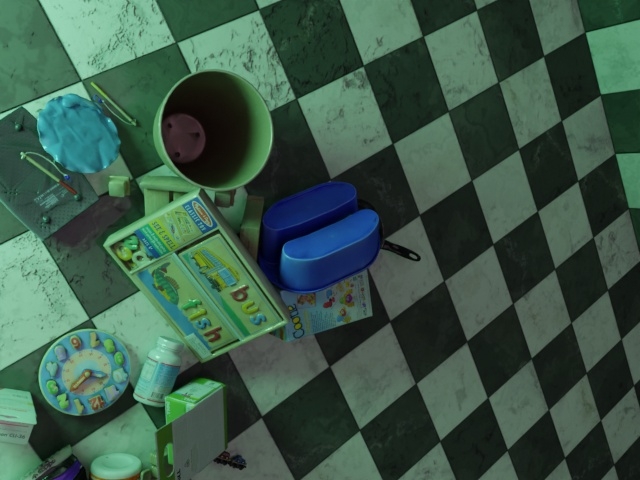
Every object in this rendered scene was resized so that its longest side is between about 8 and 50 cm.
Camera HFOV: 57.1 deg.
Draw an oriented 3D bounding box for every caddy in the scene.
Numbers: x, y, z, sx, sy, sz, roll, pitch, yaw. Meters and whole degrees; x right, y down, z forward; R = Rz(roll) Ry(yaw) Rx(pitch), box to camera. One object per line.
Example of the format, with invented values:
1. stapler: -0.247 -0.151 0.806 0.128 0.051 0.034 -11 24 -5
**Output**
1. caddy: 0.000 0.000 1.559 0.341 0.241 0.179 -23 146 -19

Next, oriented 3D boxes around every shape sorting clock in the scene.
1. shape sorting clock: -0.555 0.313 1.395 0.206 0.040 0.206 -4 97 -30

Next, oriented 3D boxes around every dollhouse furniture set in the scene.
1. dollhouse furniture set: -0.330 -0.030 1.486 0.356 0.173 0.303 6 118 -4

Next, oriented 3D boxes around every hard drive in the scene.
1. hard drive: -0.635 -0.145 1.293 0.172 0.054 0.254 -43 114 -20

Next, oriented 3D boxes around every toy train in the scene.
1. toy train: -0.266 0.591 1.602 0.158 0.027 0.036 30 70 -30

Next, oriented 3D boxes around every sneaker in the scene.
1. sneaker: -0.652 0.609 1.310 0.293 0.102 0.146 -37 93 -22

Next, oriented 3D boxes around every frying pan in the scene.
1. frying pan: 0.156 -0.028 1.763 0.326 0.053 0.197 -2 90 -30

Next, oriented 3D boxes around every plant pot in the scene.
1. plant pot: -0.281 -0.246 1.362 0.257 0.274 0.256 -4 97 -29

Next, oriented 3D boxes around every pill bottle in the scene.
1. pill bottle: -0.500 0.640 1.414 0.121 0.121 0.221 5 92 -31
2. pill bottle: -0.398 0.324 1.461 0.087 0.087 0.160 23 83 -30

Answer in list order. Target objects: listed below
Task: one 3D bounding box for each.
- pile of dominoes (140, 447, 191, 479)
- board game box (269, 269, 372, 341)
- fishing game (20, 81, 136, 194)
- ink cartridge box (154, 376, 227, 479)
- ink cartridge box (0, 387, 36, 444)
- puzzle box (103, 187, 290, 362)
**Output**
1. pile of dominoes: -0.404 0.655 1.494 0.196 0.040 0.251 0 97 -63
2. board game box: -0.013 0.166 1.638 0.275 0.142 0.144 -12 100 -29
3. fishing game: -0.543 -0.236 1.316 0.189 0.041 0.264 41 52 -27
4. ink cartridge box: -0.339 0.473 1.427 0.255 0.097 0.188 -22 116 -60
5. ink cartridge box: -0.673 0.372 1.240 0.115 0.198 0.067 19 85 -30
6. puzzle box: -0.287 0.097 1.428 0.272 0.052 0.409 -27 115 13
